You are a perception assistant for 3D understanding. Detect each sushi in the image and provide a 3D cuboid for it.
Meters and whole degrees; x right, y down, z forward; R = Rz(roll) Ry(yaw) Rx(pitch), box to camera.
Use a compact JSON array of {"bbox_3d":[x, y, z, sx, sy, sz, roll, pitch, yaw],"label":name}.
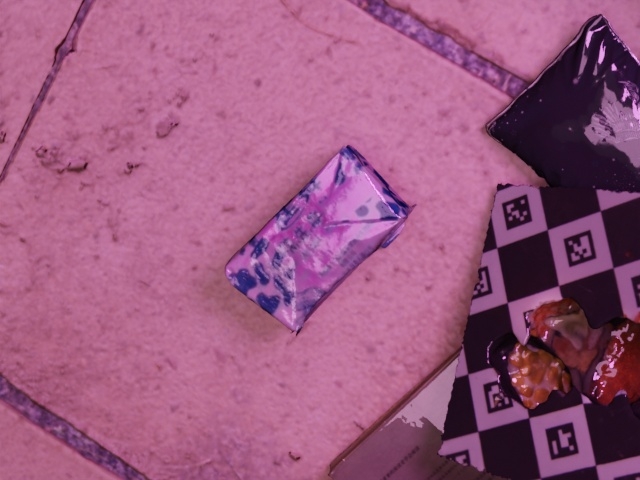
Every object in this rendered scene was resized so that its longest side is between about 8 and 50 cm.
[{"bbox_3d":[0.250,0.090,0.986,0.290,0.050,0.264,9,84,40],"label":"sushi"}]

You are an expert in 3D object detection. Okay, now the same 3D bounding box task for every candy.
[{"bbox_3d":[0.000,0.000,1.084,0.092,0.073,0.160,45,105,1],"label":"candy"}]

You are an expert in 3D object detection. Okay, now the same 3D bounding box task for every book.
[{"bbox_3d":[0.175,0.241,1.106,0.215,0.025,0.283,-43,88,14],"label":"book"}]

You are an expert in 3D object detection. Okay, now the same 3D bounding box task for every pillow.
[{"bbox_3d":[0.254,-0.068,1.029,0.208,0.055,0.141,46,114,3],"label":"pillow"}]

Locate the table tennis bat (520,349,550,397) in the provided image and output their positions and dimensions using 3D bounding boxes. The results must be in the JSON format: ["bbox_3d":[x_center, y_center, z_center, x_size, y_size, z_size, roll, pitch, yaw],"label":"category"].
[{"bbox_3d":[0.234,0.111,1.067,0.095,0.014,0.158,28,95,4],"label":"table tennis bat"}]
